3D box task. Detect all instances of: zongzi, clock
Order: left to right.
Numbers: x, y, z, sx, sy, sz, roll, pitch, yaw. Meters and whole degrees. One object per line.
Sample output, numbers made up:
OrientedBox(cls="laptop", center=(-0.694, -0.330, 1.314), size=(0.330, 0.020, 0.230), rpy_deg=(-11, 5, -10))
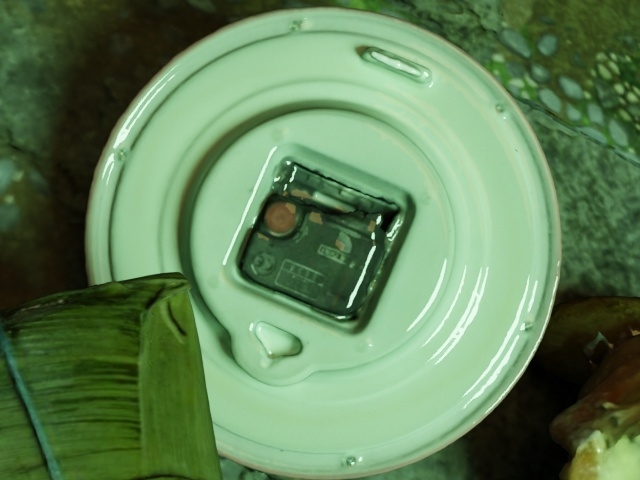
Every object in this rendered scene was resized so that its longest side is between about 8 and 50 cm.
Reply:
OrientedBox(cls="zongzi", center=(-0.167, 0.139, 0.432), size=(0.274, 0.125, 0.251), rpy_deg=(-6, 46, -12))
OrientedBox(cls="clock", center=(0.000, 0.000, 0.578), size=(0.244, 0.056, 0.244), rpy_deg=(0, 89, 2))

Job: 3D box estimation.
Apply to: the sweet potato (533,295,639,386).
OrientedBox(cls="sweet potato", center=(0.282, 0.137, 0.694), size=(0.341, 0.092, 0.114), rpy_deg=(43, 80, 0))

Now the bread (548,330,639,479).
OrientedBox(cls="bread", center=(0.223, 0.157, 0.598), size=(0.244, 0.190, 0.123), rpy_deg=(44, 23, 1))
